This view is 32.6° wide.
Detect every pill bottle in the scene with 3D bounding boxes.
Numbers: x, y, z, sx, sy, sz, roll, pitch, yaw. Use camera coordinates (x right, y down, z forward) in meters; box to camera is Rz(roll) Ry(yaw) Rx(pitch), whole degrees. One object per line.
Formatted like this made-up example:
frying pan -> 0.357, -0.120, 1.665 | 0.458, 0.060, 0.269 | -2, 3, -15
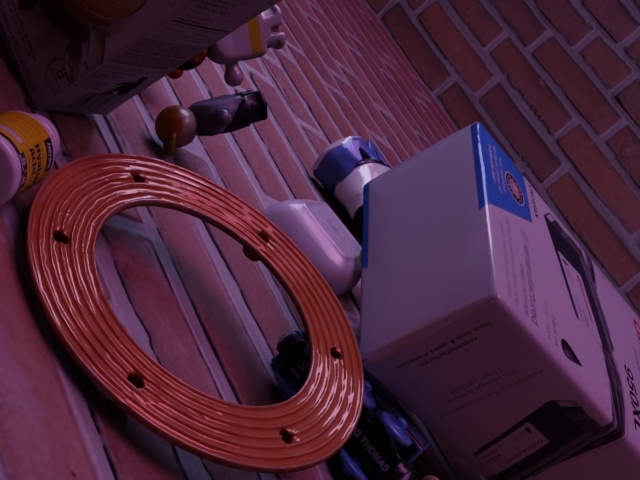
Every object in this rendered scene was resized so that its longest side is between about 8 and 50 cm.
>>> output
pill bottle -> -0.250, -0.068, 0.870 | 0.065, 0.065, 0.116 | 47, 17, -8

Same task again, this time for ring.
ring -> -0.102, 0.057, 0.936 | 0.336, 0.032, 0.336 | 30, 32, -21

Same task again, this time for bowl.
bowl -> 0.000, 0.000, 1.400 | 0.142, 0.053, 0.142 | 52, 16, 11

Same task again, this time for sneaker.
sneaker -> 0.128, -0.029, 1.707 | 0.315, 0.127, 0.182 | 19, 37, -48

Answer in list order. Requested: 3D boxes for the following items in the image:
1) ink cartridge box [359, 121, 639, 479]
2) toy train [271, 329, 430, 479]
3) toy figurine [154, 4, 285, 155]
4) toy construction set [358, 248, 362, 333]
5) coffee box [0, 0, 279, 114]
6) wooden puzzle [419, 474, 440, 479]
ink cartridge box -> 0.223, 0.111, 1.206 | 0.395, 0.166, 0.285 | 45, 30, -30
toy train -> 0.027, 0.162, 1.075 | 0.184, 0.080, 0.105 | 49, 8, 12
toy figurine -> -0.151, -0.226, 1.225 | 0.148, 0.213, 0.209 | -17, 64, -25
toy construction set -> 0.147, 0.081, 1.430 | 0.151, 0.215, 0.327 | 8, -6, 37
coffee box -> -0.164, -0.263, 1.045 | 0.119, 0.297, 0.168 | -7, 71, -62
wooden puzzle -> 0.213, 0.413, 1.008 | 0.348, 0.080, 0.322 | 41, 19, -39
